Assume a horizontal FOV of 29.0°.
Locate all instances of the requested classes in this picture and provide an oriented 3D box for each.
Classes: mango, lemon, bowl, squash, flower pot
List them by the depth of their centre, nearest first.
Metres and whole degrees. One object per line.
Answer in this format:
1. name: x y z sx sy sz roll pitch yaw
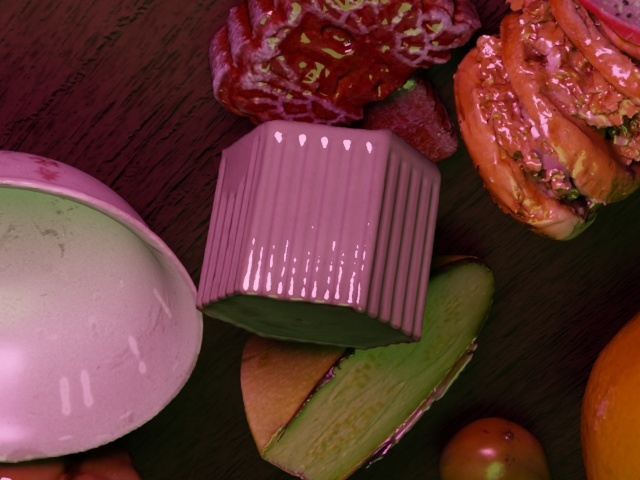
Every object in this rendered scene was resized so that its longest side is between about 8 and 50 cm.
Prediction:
1. flower pot: 0.000 0.000 1.278 0.209 0.190 0.239 16 161 -24
2. bowl: -0.348 0.038 1.353 0.435 0.196 0.435 -5 134 -5
3. squash: 0.086 0.151 1.533 0.309 0.210 0.233 -23 145 18
4. lemon: 0.511 0.214 1.591 0.364 0.364 0.364 -5 134 -5
5. mango: 0.265 0.352 1.820 0.156 0.114 0.251 -28 131 7

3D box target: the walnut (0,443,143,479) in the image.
1. walnut: -0.396 0.375 1.613 0.306 0.306 0.344 25 122 -29

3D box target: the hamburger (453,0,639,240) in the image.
1. hamburger: 0.255 -0.140 1.251 0.245 0.260 0.211 40 122 -18

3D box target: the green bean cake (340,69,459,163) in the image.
1. green bean cake: 0.071 -0.127 1.364 0.135 0.056 0.136 -22 134 16

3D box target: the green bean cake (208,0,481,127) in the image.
1. green bean cake: 0.012 -0.201 1.255 0.198 0.097 0.233 26 124 -30

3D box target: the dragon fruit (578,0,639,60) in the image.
1. dragon fruit: 0.353 -0.327 1.117 0.305 0.226 0.305 11 121 18
